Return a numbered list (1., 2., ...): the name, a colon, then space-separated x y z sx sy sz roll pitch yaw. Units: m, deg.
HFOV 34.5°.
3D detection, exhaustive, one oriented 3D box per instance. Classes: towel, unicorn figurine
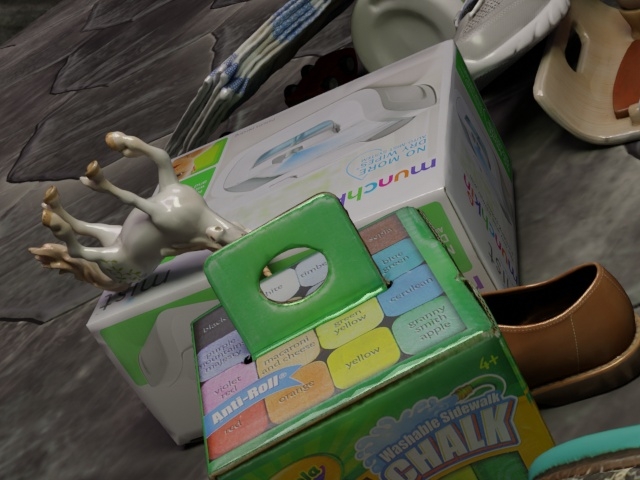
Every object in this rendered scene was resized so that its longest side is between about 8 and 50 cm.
1. towel: -0.033 -0.188 0.993 0.285 0.034 0.209 -47 4 -28
2. unicorn figurine: -0.103 -0.009 0.628 0.162 0.111 0.060 -23 36 49

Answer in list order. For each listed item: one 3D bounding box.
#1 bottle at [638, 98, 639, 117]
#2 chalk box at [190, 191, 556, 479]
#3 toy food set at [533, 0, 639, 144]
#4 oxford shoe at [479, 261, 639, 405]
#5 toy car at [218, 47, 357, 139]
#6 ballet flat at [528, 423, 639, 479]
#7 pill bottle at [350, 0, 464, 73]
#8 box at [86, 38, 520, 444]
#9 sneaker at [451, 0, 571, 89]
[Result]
1. bottle: 0.274 -0.180 0.674 0.118 0.092 0.282 1 51 36
2. chalk box: 0.026 0.081 0.476 0.132 0.213 0.132 -29 27 4
3. toy food set: 0.326 -0.194 0.782 0.306 0.092 0.219 -14 31 30
4. oxford shoe: 0.078 0.072 0.598 0.212 0.076 0.076 -27 29 10
5. toy car: -0.049 -0.095 1.032 0.225 0.053 0.239 -26 26 9
6. ballet flat: 0.289 0.099 0.278 0.483 0.164 0.182 -18 56 20
7. pill bottle: 0.145 -0.254 1.015 0.136 0.136 0.245 -2 38 43
8. box: 0.000 0.000 0.742 0.262 0.126 0.231 -20 27 21
9. sneaker: 0.148 -0.228 0.873 0.105 0.115 0.281 -39 17 49
